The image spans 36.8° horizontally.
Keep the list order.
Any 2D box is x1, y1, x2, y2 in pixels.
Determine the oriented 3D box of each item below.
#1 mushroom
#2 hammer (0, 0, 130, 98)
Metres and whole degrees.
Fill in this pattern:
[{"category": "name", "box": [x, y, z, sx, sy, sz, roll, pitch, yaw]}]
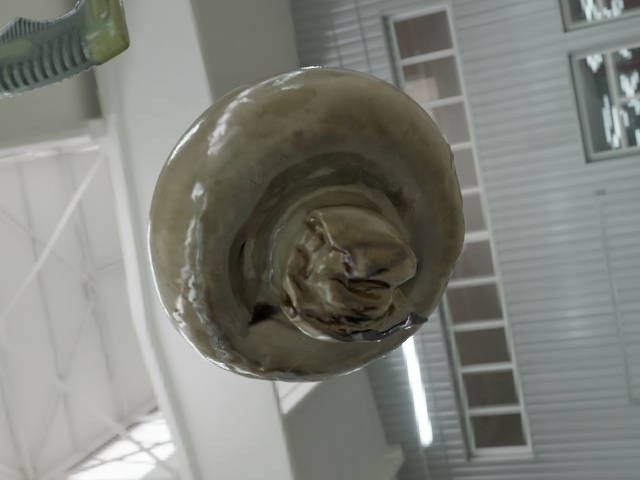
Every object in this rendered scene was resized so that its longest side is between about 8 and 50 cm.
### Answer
[{"category": "mushroom", "box": [0.000, 0.000, 1.029, 0.294, 0.362, 0.362, 48, 165, 55]}, {"category": "hammer", "box": [-0.253, -0.130, 0.712, 0.041, 0.227, 0.158, 66, -172, -80]}]
